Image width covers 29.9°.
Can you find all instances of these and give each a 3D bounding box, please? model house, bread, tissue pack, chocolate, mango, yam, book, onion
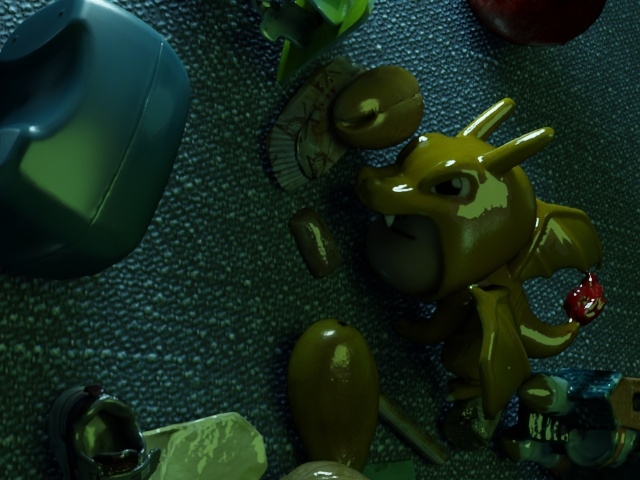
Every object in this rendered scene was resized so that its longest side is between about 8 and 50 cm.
[{"bbox_3d":[0.387,0.280,1.852,0.291,0.253,0.184,19,75,-39],"label":"model house"},{"bbox_3d":[-0.082,-0.432,1.601,0.312,0.242,0.358,25,62,-22],"label":"model house"},{"bbox_3d":[0.091,-0.186,1.688,0.189,0.077,0.114,-31,117,-52],"label":"bread"},{"bbox_3d":[-0.257,-0.101,1.285,0.206,0.198,0.287,36,53,-34],"label":"tissue pack"},{"bbox_3d":[0.000,0.000,1.665,0.064,0.031,0.101,-37,106,-51],"label":"chocolate"},{"bbox_3d":[0.019,0.215,1.578,0.136,0.099,0.227,-9,96,-43],"label":"mango"},{"bbox_3d":[0.252,0.243,1.837,0.078,0.078,0.179,58,45,-19],"label":"yam"},{"bbox_3d":[0.089,0.360,1.672,0.135,0.017,0.103,5,73,-47],"label":"book"},{"bbox_3d":[0.361,-0.459,2.034,0.276,0.276,0.276,16,68,-44],"label":"onion"}]

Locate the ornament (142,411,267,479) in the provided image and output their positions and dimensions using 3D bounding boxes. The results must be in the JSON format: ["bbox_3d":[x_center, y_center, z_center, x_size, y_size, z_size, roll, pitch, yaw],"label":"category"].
[{"bbox_3d":[-0.160,0.281,1.395,0.180,0.059,0.201,43,53,-27],"label":"ornament"}]

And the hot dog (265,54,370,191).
[{"bbox_3d":[0.005,-0.167,1.692,0.253,0.069,0.131,-49,124,-40],"label":"hot dog"}]

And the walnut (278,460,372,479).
[{"bbox_3d":[0.015,0.370,1.469,0.213,0.213,0.213,16,68,-44],"label":"walnut"}]

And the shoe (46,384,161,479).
[{"bbox_3d":[-0.214,0.252,1.269,0.099,0.125,0.228,-6,71,-40],"label":"shoe"}]

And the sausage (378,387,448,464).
[{"bbox_3d":[0.104,0.248,1.707,0.269,0.033,0.033,45,50,-30],"label":"sausage"}]

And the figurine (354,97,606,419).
[{"bbox_3d":[0.242,0.018,1.751,0.401,0.268,0.387,-37,121,-35],"label":"figurine"}]
